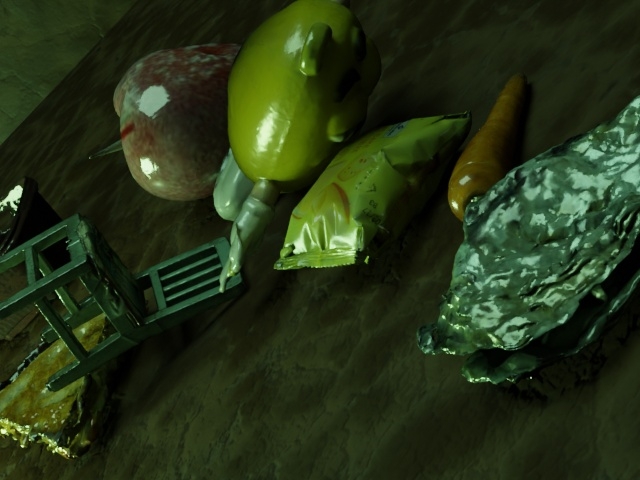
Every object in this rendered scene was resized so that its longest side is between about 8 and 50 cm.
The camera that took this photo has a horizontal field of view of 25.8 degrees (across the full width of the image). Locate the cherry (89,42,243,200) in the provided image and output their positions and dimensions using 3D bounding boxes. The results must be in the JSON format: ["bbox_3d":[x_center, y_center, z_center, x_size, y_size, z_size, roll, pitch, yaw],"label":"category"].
[{"bbox_3d":[-0.185,-0.163,1.939,0.286,0.212,0.236,-24,47,-6],"label":"cherry"}]

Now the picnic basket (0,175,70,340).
[{"bbox_3d":[-0.506,0.043,2.281,0.222,0.129,0.297,-43,21,15],"label":"picnic basket"}]

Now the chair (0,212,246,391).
[{"bbox_3d":[-0.248,0.041,1.679,0.270,0.147,0.136,-28,30,2],"label":"chair"}]

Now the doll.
[{"bbox_3d":[-0.045,-0.133,1.643,0.423,0.161,0.348,-84,16,-71],"label":"doll"}]

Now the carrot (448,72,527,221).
[{"bbox_3d":[0.170,-0.097,1.386,0.061,0.061,0.256,-31,23,34],"label":"carrot"}]

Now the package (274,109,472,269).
[{"bbox_3d":[0.054,-0.050,1.465,0.168,0.090,0.226,-12,36,53],"label":"package"}]

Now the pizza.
[{"bbox_3d":[-0.297,0.165,1.766,0.251,0.074,0.288,-52,28,-16],"label":"pizza"}]

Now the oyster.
[{"bbox_3d":[0.190,-0.003,1.115,0.198,0.112,0.267,-11,38,56],"label":"oyster"}]
